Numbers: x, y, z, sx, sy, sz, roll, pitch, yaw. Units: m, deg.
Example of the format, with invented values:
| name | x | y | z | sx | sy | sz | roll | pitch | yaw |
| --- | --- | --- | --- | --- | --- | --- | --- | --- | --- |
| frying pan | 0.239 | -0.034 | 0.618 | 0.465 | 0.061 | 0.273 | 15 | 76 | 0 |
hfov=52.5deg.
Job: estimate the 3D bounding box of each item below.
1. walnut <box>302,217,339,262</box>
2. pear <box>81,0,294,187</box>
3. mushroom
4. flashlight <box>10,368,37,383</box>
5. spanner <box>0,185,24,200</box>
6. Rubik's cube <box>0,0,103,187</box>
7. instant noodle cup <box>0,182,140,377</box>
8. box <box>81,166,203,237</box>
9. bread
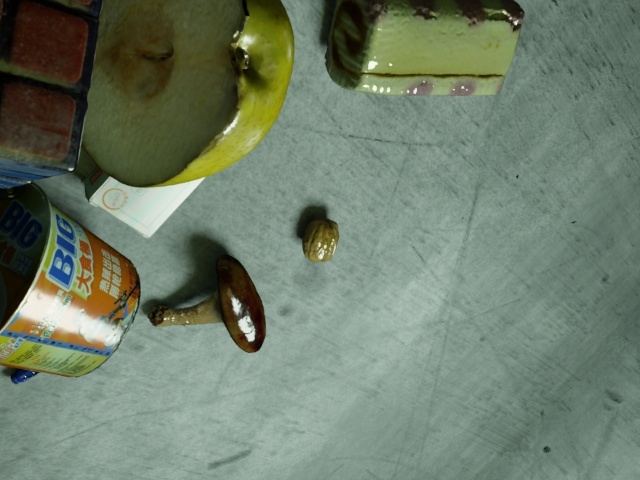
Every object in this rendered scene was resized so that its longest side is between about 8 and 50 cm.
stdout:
| name | x | y | z | sx | sy | sz | roll | pitch | yaw |
| --- | --- | --- | --- | --- | --- | --- | --- | --- | --- |
| walnut | 0.000 | 0.000 | 1.348 | 0.079 | 0.083 | 0.096 | -21 | 132 | -52 |
| pear | -0.187 | -0.241 | 0.916 | 0.191 | 0.387 | 0.340 | -1 | 104 | -54 |
| mushroom | -0.230 | 0.147 | 1.305 | 0.218 | 0.148 | 0.226 | -16 | 119 | 4 |
| flashlight | -0.531 | 0.235 | 1.239 | 0.121 | 0.035 | 0.057 | -29 | 105 | -4 |
| spanner | -0.587 | -0.065 | 0.909 | 0.316 | 0.024 | 0.087 | -4 | 126 | -26 |
| Rubik's cube | -0.448 | -0.256 | 0.700 | 0.345 | 0.337 | 0.343 | 13 | 86 | -35 |
| instant noodle cup | -0.444 | 0.081 | 1.041 | 0.296 | 0.296 | 0.214 | -47 | 138 | 6 |
| box | -0.267 | -0.142 | 1.106 | 0.269 | 0.079 | 0.135 | -47 | 129 | 6 |
| bread | 0.186 | -0.359 | 1.165 | 0.339 | 0.155 | 0.187 | -7 | 131 | -27 |
